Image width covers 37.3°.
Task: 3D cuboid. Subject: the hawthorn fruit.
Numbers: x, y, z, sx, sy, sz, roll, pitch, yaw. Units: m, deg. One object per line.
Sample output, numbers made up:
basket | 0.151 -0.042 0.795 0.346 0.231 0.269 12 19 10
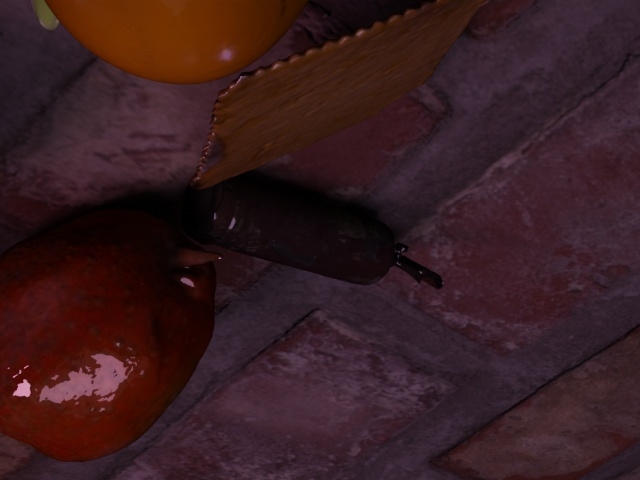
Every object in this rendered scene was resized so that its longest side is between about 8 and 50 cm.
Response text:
hawthorn fruit | -0.186 0.071 0.853 0.262 0.210 0.210 -32 137 13

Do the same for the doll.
doll | -0.118 -0.211 0.607 0.236 0.213 0.213 15 144 23

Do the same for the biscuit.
biscuit | 0.011 -0.118 0.763 0.237 0.013 0.232 -25 171 -18

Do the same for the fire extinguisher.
fire extinguisher | 0.000 0.000 0.932 0.268 0.089 0.072 17 101 -33
